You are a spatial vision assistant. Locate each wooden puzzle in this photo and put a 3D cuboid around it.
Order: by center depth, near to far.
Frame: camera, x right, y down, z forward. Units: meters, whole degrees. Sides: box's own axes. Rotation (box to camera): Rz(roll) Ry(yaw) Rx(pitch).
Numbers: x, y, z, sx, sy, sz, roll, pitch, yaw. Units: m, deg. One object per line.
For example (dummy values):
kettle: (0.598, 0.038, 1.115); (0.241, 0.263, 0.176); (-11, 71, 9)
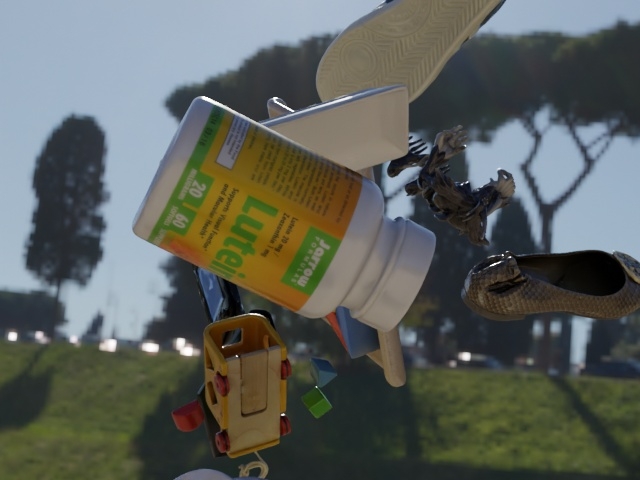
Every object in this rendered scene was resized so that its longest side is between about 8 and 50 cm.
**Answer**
wooden puzzle: (0.000, 0.000, 1.833); (0.080, 0.322, 0.348); (-18, 25, -15)

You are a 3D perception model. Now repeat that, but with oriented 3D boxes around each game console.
game console: (-0.149, 0.137, 2.104); (0.044, 0.361, 0.213); (6, -45, -30)

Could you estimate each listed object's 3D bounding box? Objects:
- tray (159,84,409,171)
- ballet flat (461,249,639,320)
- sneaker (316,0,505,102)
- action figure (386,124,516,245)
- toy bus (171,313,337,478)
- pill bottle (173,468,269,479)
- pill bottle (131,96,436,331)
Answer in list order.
tray: (-0.036, -0.099, 1.467); (0.270, 0.030, 0.145); (-17, -25, -5)
ballet flat: (0.245, 0.036, 1.362); (0.250, 0.058, 0.084); (-1, 37, -35)
sneaker: (0.141, -0.281, 1.756); (0.350, 0.131, 0.148); (-38, 3, 35)
action figure: (0.211, -0.094, 2.124); (0.164, 0.141, 0.275); (47, -3, -28)
toy bus: (-0.102, 0.194, 1.789); (0.191, 0.202, 0.104); (36, 11, -41)
pill bottle: (-0.063, 0.394, 1.623); (0.188, 0.188, 0.334); (-1, -29, 33)
pill bottle: (-0.029, -0.015, 1.208); (0.245, 0.136, 0.136); (26, -14, -9)
